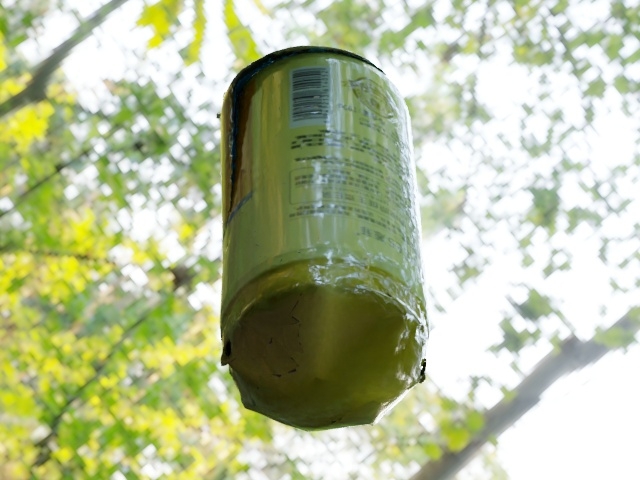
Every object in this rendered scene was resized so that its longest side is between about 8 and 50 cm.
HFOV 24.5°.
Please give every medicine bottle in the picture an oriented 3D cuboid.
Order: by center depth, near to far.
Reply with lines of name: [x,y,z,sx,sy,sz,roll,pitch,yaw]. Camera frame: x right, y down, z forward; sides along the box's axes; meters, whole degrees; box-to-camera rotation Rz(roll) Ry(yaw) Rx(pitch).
medicine bottle: [0.000,0.000,0.853,0.238,0.124,0.124,-90,167,-47]

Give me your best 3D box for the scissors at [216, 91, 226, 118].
scissors: [-0.053,-0.107,1.219,0.189,0.100,0.015,-173,-89,-68]
